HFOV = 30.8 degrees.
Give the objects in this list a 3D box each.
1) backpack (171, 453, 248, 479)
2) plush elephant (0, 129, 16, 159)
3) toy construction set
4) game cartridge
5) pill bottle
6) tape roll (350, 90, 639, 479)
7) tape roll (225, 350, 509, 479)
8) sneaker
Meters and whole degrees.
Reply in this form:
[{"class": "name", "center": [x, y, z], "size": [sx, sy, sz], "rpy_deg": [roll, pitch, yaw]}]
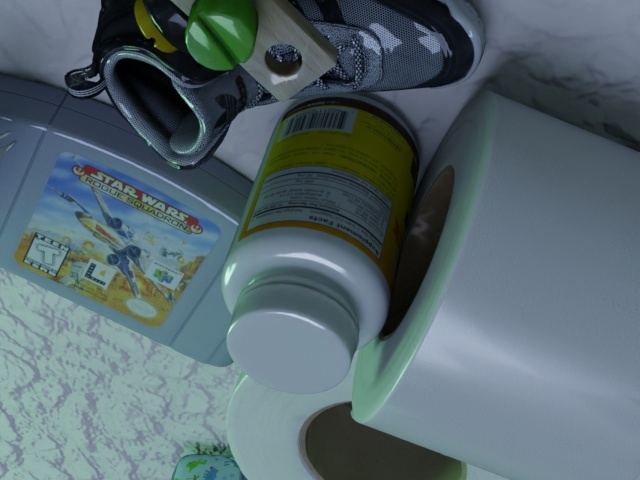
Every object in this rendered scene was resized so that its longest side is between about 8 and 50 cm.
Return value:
[{"class": "backpack", "center": [-0.102, 0.276, 1.201], "size": [0.114, 0.105, 0.084], "rpy_deg": [-2, 134, 10]}, {"class": "plush elephant", "center": [-0.412, -0.057, 0.856], "size": [0.255, 0.272, 0.330], "rpy_deg": [40, 127, -16]}, {"class": "toy construction set", "center": [-0.008, -0.223, 0.588], "size": [0.257, 0.237, 0.309], "rpy_deg": [-3, 132, 19]}, {"class": "game cartridge", "center": [-0.166, -0.013, 0.973], "size": [0.297, 0.062, 0.198], "rpy_deg": [27, 139, -10]}, {"class": "pill bottle", "center": [0.000, 0.000, 0.821], "size": [0.117, 0.215, 0.117], "rpy_deg": [8, 135, 8]}, {"class": "tape roll", "center": [0.142, 0.039, 0.799], "size": [0.169, 0.246, 0.246], "rpy_deg": [22, 135, -6]}, {"class": "tape roll", "center": [0.065, 0.159, 1.028], "size": [0.286, 0.100, 0.286], "rpy_deg": [10, 131, 11]}, {"class": "sneaker", "center": [-0.031, -0.112, 0.764], "size": [0.268, 0.153, 0.101], "rpy_deg": [9, 135, 8]}]
